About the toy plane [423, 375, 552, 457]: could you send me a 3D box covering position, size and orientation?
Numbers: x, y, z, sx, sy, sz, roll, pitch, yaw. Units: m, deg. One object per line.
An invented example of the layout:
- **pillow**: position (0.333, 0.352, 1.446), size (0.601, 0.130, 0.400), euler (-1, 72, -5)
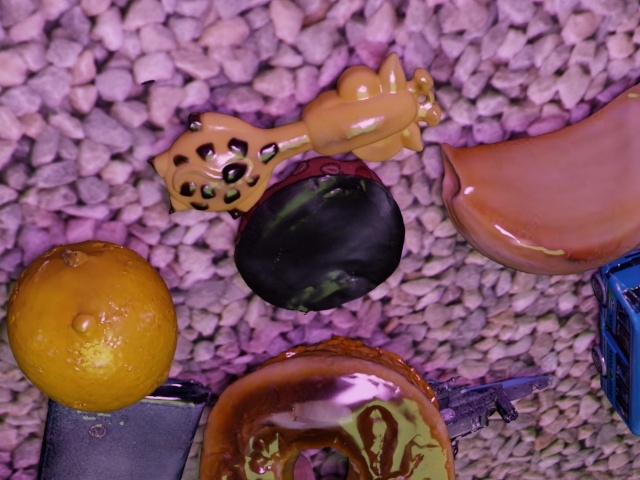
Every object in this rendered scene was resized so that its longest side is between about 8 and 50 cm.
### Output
- **toy plane**: position (0.194, 0.225, 1.399), size (0.246, 0.078, 0.169), euler (-12, 131, -6)

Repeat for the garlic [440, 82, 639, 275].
- **garlic**: position (0.302, -0.073, 1.147), size (0.338, 0.151, 0.196), euler (-23, 119, 2)

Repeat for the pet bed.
- **pet bed**: position (0.000, 0.000, 1.171), size (0.201, 0.053, 0.201), euler (-8, 130, -10)

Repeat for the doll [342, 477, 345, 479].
- **doll**: position (0.072, 0.357, 1.480), size (0.214, 0.071, 0.103), euler (-17, 133, -6)

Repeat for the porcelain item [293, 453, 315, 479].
- **porcelain item**: position (-0.071, 0.380, 1.471), size (0.081, 0.069, 0.215), euler (-2, 135, -21)

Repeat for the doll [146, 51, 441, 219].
- **doll**: position (-0.026, -0.101, 1.056), size (0.291, 0.086, 0.117), euler (-20, 120, 4)

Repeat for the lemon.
- **lemon**: position (-0.232, 0.090, 1.104), size (0.174, 0.173, 0.206), euler (-18, 153, -1)

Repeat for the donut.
- **donut**: position (0.001, 0.273, 1.290), size (0.330, 0.160, 0.330), euler (0, 103, -2)

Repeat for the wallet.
- **wallet**: position (-0.269, 0.314, 1.362), size (0.191, 0.046, 0.379), euler (5, 128, -18)

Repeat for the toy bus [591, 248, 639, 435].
- **toy bus**: position (0.418, 0.126, 1.344), size (0.114, 0.134, 0.246), euler (-16, 133, -3)
